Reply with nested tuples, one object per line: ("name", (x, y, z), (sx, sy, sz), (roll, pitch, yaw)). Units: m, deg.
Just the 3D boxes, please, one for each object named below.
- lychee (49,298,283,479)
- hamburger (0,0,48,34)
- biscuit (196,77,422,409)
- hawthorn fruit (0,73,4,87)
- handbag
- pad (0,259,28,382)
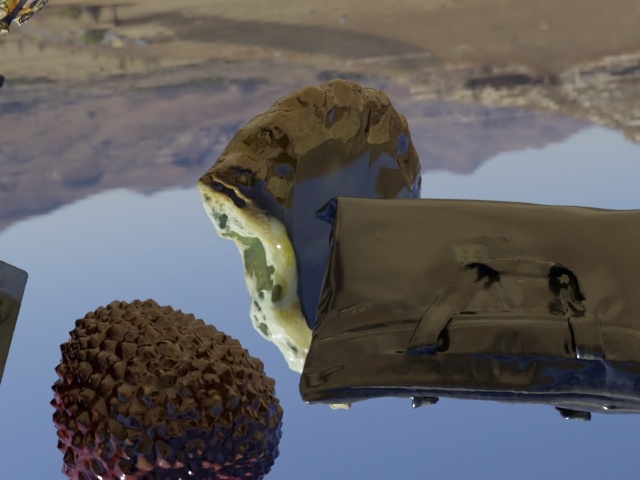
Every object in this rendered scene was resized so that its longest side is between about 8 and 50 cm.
("lychee", (-0.182, 0.184, 1.356), (0.271, 0.271, 0.271), (-5, -175, 0))
("hamburger", (-0.238, -0.252, 0.912), (0.102, 0.176, 0.087), (35, -155, 6))
("biscuit", (0.000, 0.000, 1.188), (0.078, 0.329, 0.335), (8, 175, 38))
("hawthorn fruit", (-0.562, -0.281, 1.412), (0.308, 0.324, 0.308), (-35, 172, -5))
("handbag", (0.118, 0.041, 0.800), (0.254, 0.088, 0.211), (1, -145, 3))
("pad", (-0.393, 0.136, 1.297), (0.009, 0.265, 0.159), (3, 163, 30))
